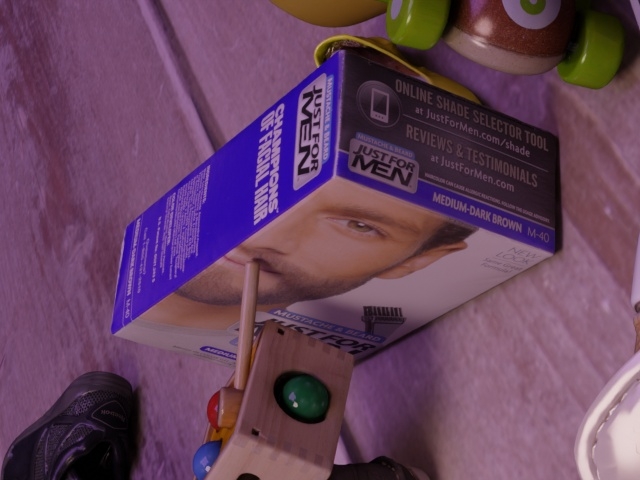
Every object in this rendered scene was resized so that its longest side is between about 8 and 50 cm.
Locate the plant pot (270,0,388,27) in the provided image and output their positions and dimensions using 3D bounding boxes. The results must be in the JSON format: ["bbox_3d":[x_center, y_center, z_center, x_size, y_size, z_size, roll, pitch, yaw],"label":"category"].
[{"bbox_3d":[0.064,-0.315,1.239,0.239,0.254,0.254,-16,61,40],"label":"plant pot"}]

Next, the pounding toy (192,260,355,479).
[{"bbox_3d":[-0.042,0.117,1.153,0.130,0.100,0.141,-77,13,-46],"label":"pounding toy"}]

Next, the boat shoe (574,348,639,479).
[{"bbox_3d":[0.265,0.036,0.738,0.324,0.096,0.117,-34,87,23],"label":"boat shoe"}]

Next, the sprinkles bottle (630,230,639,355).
[{"bbox_3d":[0.207,0.164,0.840,0.121,0.121,0.355,-14,64,58],"label":"sprinkles bottle"}]

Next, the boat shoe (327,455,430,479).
[{"bbox_3d":[-0.035,0.281,1.242,0.335,0.095,0.112,-56,33,29],"label":"boat shoe"}]

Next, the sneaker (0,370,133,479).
[{"bbox_3d":[-0.267,0.247,1.687,0.227,0.087,0.130,-46,33,33],"label":"sneaker"}]

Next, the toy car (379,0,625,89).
[{"bbox_3d":[0.136,-0.217,1.086,0.149,0.155,0.188,-108,32,-59],"label":"toy car"}]

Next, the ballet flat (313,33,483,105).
[{"bbox_3d":[0.055,-0.112,1.302,0.077,0.077,0.231,-65,30,14],"label":"ballet flat"}]

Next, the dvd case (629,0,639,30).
[{"bbox_3d":[0.265,-0.171,1.007,0.179,0.029,0.239,-49,36,39],"label":"dvd case"}]

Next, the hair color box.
[{"bbox_3d":[0.000,0.000,1.228,0.339,0.185,0.110,-36,43,50],"label":"hair color box"}]
